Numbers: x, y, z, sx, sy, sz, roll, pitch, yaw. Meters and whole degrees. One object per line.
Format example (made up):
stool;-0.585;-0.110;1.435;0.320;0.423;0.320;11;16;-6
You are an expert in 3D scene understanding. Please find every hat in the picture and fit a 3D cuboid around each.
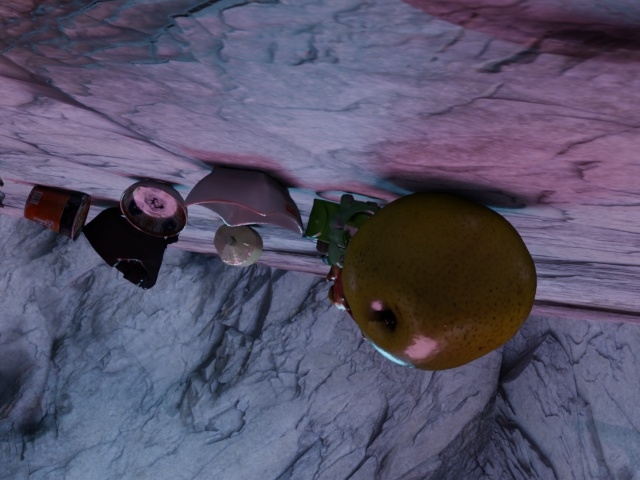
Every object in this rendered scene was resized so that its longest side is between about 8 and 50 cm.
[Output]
hat;-0.519;-0.028;2.215;0.238;0.209;0.336;41;172;-40

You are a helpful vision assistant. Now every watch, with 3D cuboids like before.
watch;0.060;-0.014;1.438;0.165;0.131;0.152;11;-176;-22

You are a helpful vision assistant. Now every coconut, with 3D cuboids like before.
coconut;-0.214;0.010;2.112;0.116;0.116;0.122;8;172;16

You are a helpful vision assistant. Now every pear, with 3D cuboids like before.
pear;0.171;0.060;1.215;0.294;0.294;0.294;10;174;1

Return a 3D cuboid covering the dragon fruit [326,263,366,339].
dragon fruit;0.146;0.102;1.765;0.291;0.269;0.250;0;160;39

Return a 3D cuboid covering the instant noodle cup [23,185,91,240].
instant noodle cup;-0.667;-0.076;2.060;0.136;0.127;0.127;18;173;-5

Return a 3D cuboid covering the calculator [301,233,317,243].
calculator;0.000;0.000;2.134;0.094;0.019;0.141;11;175;13

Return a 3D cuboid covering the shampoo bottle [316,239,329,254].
shampoo bottle;0.100;0.030;2.068;0.227;0.055;0.086;14;171;-39

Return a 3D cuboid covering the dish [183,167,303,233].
dish;-0.120;-0.069;1.375;0.151;0.077;0.212;6;173;17

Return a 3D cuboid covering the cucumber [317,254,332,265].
cucumber;0.077;0.053;2.346;0.250;0.056;0.056;1;170;43

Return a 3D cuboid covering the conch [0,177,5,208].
conch;-0.791;-0.110;1.671;0.241;0.186;0.313;-24;138;27

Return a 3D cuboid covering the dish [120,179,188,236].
dish;-0.328;-0.084;1.658;0.141;0.078;0.141;8;136;8
